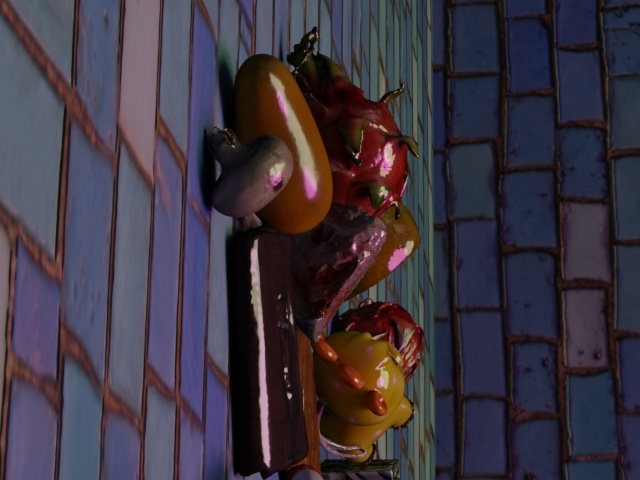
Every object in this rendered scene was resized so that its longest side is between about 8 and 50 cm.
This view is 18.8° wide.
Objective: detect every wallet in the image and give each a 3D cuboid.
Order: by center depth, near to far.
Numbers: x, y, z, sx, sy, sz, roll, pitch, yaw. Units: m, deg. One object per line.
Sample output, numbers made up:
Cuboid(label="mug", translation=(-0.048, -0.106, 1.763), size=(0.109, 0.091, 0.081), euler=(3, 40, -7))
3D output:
Cuboid(label="wallet", translation=(-0.048, 0.101, 1.826), size=(0.182, 0.049, 0.229), euler=(-14, 101, -79))

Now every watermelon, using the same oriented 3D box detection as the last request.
Cuboid(label="watermelon", translation=(0.000, 0.000, 1.938), size=(0.071, 0.139, 0.187), euler=(27, 47, -51))

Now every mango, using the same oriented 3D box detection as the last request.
Cuboid(label="mango", translation=(-0.042, -0.091, 1.793), size=(0.102, 0.085, 0.184), euler=(-78, 153, -59))

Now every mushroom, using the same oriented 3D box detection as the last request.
Cuboid(label="mushroom", translation=(-0.068, -0.065, 1.667), size=(0.079, 0.085, 0.085), euler=(50, 19, -13))

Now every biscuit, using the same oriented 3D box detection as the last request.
Cuboid(label="biscuit", translation=(-0.022, 0.203, 2.048), size=(0.142, 0.029, 0.221), euler=(-75, 162, -70))

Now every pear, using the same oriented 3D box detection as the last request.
Cuboid(label="pear", translation=(0.036, -0.003, 2.169), size=(0.104, 0.141, 0.141), euler=(48, 19, -11))

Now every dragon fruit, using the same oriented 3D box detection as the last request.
Cuboid(label="dragon fruit", translation=(0.027, -0.119, 2.077), size=(0.135, 0.137, 0.236), euler=(-43, -130, 55))
Cuboid(label="dragon fruit", translation=(0.069, 0.140, 2.453), size=(0.121, 0.130, 0.142), euler=(129, -29, -47))

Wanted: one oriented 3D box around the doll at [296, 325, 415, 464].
Cuboid(label="doll", translation=(0.034, 0.165, 2.170), size=(0.143, 0.135, 0.221), euler=(47, -6, 22))

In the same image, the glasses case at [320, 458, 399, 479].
Cuboid(label="glasses case", translation=(0.049, 0.396, 2.280), size=(0.062, 0.095, 0.272), euler=(-40, 127, -74))

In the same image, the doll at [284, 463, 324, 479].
Cuboid(label="doll", translation=(-0.011, 0.281, 1.646), size=(0.384, 0.099, 0.188), euler=(108, -24, -75))
